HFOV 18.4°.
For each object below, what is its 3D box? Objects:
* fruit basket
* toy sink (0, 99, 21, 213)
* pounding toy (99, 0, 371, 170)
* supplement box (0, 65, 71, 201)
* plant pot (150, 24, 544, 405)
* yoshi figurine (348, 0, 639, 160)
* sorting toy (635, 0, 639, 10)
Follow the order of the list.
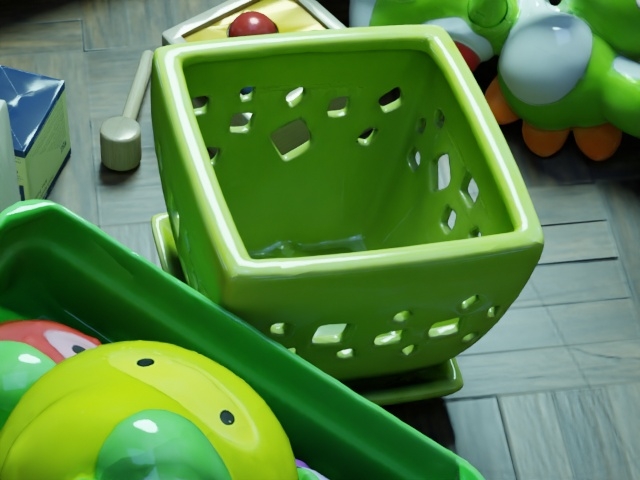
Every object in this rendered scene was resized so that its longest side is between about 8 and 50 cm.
[{"bbox_3d":[-0.095,0.140,1.149,0.392,0.392,0.283,23,52,17],"label":"fruit basket"},{"bbox_3d":[-0.286,0.026,1.365,0.131,0.234,0.153,6,50,3],"label":"toy sink"},{"bbox_3d":[-0.089,-0.132,1.599,0.206,0.094,0.181,-29,56,-25],"label":"pounding toy"},{"bbox_3d":[-0.239,-0.076,1.552,0.056,0.083,0.083,14,50,10],"label":"supplement box"},{"bbox_3d":[0.000,0.000,1.401,0.228,0.207,0.227,-5,50,-18],"label":"plant pot"},{"bbox_3d":[0.159,-0.221,1.622,0.362,0.203,0.203,30,44,12],"label":"yoshi figurine"},{"bbox_3d":[0.355,-0.140,1.464,0.196,0.047,0.348,-17,51,-7],"label":"sorting toy"}]
